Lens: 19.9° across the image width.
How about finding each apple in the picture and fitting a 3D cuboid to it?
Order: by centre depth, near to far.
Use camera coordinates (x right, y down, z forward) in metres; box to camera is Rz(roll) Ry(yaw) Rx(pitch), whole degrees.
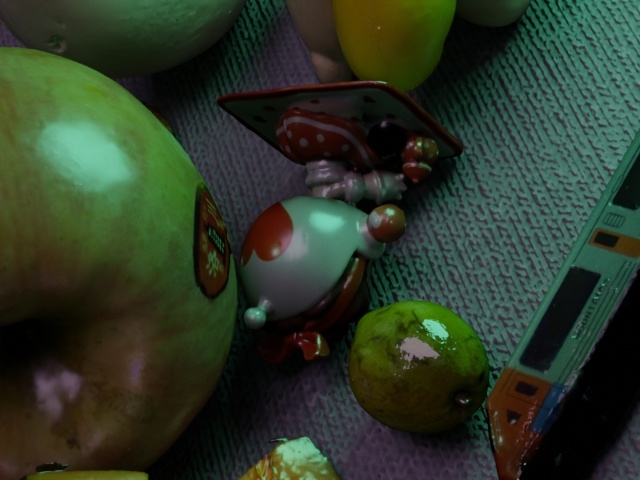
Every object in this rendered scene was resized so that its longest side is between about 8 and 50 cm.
[{"bbox_3d":[-0.272,0.023,1.554,0.391,0.391,0.346,-39,33,4],"label":"apple"}]

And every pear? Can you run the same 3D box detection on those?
[{"bbox_3d":[0.077,0.102,1.456,0.107,0.107,0.131,-49,37,-5],"label":"pear"}]

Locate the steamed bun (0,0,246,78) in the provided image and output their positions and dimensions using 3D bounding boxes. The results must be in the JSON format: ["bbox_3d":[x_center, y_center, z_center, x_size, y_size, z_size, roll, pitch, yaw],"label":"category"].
[{"bbox_3d":[-0.195,-0.321,1.789,0.206,0.324,0.324,-26,47,32],"label":"steamed bun"}]

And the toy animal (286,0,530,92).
[{"bbox_3d":[0.105,-0.265,1.645,0.246,0.345,0.278,-11,68,-15],"label":"toy animal"}]

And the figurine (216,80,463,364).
[{"bbox_3d":[0.000,0.000,1.567,0.183,0.160,0.226,-3,67,33],"label":"figurine"}]

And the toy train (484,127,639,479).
[{"bbox_3d":[0.237,0.026,1.418,0.089,0.086,0.409,19,71,42],"label":"toy train"}]

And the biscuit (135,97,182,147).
[{"bbox_3d":[-0.249,-0.042,1.824,0.254,0.035,0.254,-17,52,23],"label":"biscuit"}]

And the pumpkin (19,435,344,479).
[{"bbox_3d":[-0.127,0.238,1.436,0.280,0.190,0.139,-38,45,4],"label":"pumpkin"}]
